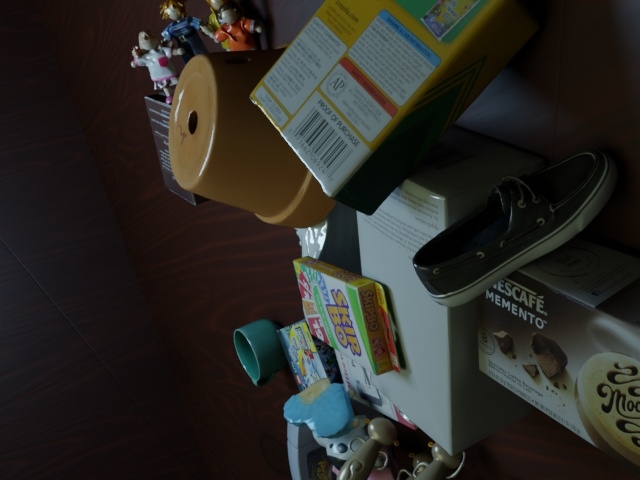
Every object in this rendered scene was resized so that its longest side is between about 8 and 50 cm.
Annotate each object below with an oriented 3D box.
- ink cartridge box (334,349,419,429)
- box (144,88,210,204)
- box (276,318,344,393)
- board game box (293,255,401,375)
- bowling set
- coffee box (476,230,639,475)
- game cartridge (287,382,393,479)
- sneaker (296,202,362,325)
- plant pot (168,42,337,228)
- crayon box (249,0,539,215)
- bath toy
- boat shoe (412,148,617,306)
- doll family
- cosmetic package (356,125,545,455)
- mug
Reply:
[{"bbox_3d":[0.111,0.197,1.237,0.218,0.092,0.159,10,117,64],"label":"ink cartridge box"},{"bbox_3d":[-0.233,-0.206,1.526,0.167,0.168,0.203,27,133,55],"label":"box"},{"bbox_3d":[-0.005,0.277,1.571,0.159,0.044,0.233,-31,79,62],"label":"box"},{"bbox_3d":[0.032,0.100,1.057,0.259,0.039,0.124,14,120,65],"label":"board game box"},{"bbox_3d":[0.182,0.400,1.196,0.287,0.154,0.200,30,167,26],"label":"bowling set"},{"bbox_3d":[0.298,0.109,0.759,0.297,0.118,0.168,33,138,52],"label":"coffee box"},{"bbox_3d":[0.042,0.423,1.423,0.060,0.196,0.294,26,132,65],"label":"game cartridge"},{"bbox_3d":[0.000,0.000,1.261,0.169,0.108,0.293,19,103,62],"label":"sneaker"},{"bbox_3d":[-0.104,-0.167,1.151,0.291,0.203,0.291,-8,80,58],"label":"plant pot"},{"bbox_3d":[0.087,-0.214,0.831,0.323,0.083,0.203,-49,52,16],"label":"crayon box"},{"bbox_3d":[0.067,0.400,1.330,0.348,0.129,0.151,60,-168,-27],"label":"bath toy"},{"bbox_3d":[0.190,-0.025,0.760,0.076,0.228,0.080,46,-165,-36],"label":"boat shoe"},{"bbox_3d":[-0.214,-0.367,1.369,0.118,0.262,0.163,-71,-36,-54],"label":"doll family"},{"bbox_3d":[0.159,0.059,0.961,0.197,0.155,0.366,36,140,51],"label":"cosmetic package"},{"bbox_3d":[-0.133,0.255,1.762,0.129,0.097,0.158,59,154,19],"label":"mug"}]
